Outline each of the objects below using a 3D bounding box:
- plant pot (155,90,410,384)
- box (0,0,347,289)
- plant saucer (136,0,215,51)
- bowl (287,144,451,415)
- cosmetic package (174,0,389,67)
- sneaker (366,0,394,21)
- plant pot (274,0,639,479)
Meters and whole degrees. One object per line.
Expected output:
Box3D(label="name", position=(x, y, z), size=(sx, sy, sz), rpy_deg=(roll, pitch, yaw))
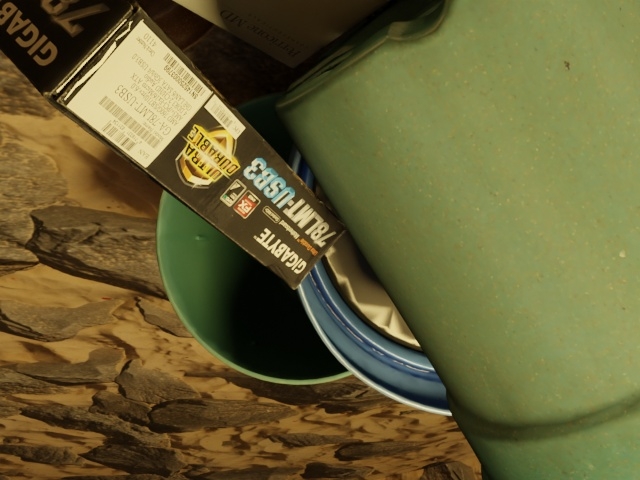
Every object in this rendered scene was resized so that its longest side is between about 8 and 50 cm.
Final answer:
Box3D(label="plant pot", position=(0.000, 0.000, 1.044), size=(0.293, 0.293, 0.235), rpy_deg=(-12, 176, 12))
Box3D(label="box", position=(-0.145, -0.118, 0.643), size=(0.073, 0.295, 0.293), rpy_deg=(-47, 150, -3))
Box3D(label="plant saucer", position=(-0.174, -0.218, 0.788), size=(0.199, 0.036, 0.198), rpy_deg=(-10, 154, -5))
Box3D(label="bowl", position=(0.158, -0.033, 0.837), size=(0.391, 0.391, 0.077), rpy_deg=(-2, -162, -9))
Box3D(label="cosmetic package", position=(-0.026, -0.258, 0.615), size=(0.224, 0.138, 0.225), rpy_deg=(22, 145, -39))
Box3D(label="sneaker", position=(0.054, -0.214, 0.830), size=(0.188, 0.067, 0.078), rpy_deg=(9, 146, -36))
Box3D(label="plant pot", position=(0.164, -0.033, 0.639), size=(0.341, 0.341, 0.334), rpy_deg=(-27, 106, 39))
